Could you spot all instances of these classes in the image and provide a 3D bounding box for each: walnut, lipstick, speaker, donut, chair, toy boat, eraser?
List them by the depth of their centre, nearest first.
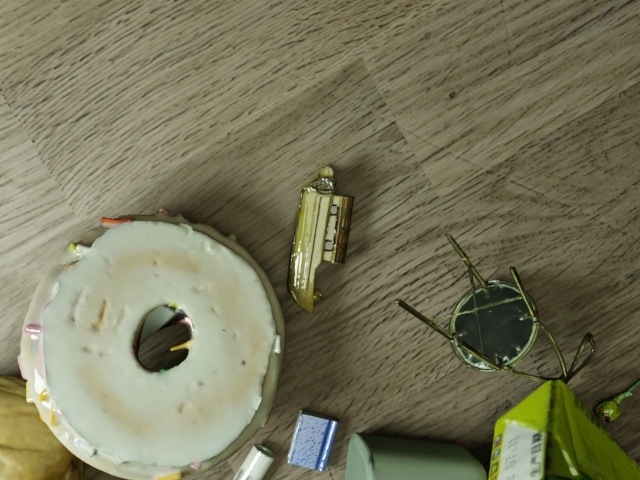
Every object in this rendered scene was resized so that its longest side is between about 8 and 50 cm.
[{"bbox_3d":[-0.495,0.328,1.203,0.313,0.277,0.252,-7,57,-3],"label":"walnut"},{"bbox_3d":[-0.235,0.147,1.204,0.382,0.142,0.383,7,73,-25],"label":"donut"},{"bbox_3d":[0.130,0.506,1.291,0.184,0.183,0.406,4,94,-8],"label":"speaker"},{"bbox_3d":[0.270,0.136,1.291,0.160,0.170,0.325,-55,138,-2],"label":"chair"},{"bbox_3d":[0.000,0.000,1.297,0.088,0.068,0.226,7,94,-9],"label":"toy boat"},{"bbox_3d":[-0.123,0.389,1.336,0.040,0.040,0.141,31,93,-5],"label":"lipstick"},{"bbox_3d":[-0.012,0.315,1.342,0.063,0.027,0.085,15,93,-5],"label":"eraser"}]

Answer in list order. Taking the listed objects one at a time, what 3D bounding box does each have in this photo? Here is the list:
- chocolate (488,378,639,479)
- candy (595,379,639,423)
[{"bbox_3d":[0.366,0.407,1.223,0.137,0.289,0.301,-29,112,35],"label":"chocolate"},{"bbox_3d":[0.492,0.247,1.363,0.123,0.035,0.035,-39,84,-9],"label":"candy"}]
